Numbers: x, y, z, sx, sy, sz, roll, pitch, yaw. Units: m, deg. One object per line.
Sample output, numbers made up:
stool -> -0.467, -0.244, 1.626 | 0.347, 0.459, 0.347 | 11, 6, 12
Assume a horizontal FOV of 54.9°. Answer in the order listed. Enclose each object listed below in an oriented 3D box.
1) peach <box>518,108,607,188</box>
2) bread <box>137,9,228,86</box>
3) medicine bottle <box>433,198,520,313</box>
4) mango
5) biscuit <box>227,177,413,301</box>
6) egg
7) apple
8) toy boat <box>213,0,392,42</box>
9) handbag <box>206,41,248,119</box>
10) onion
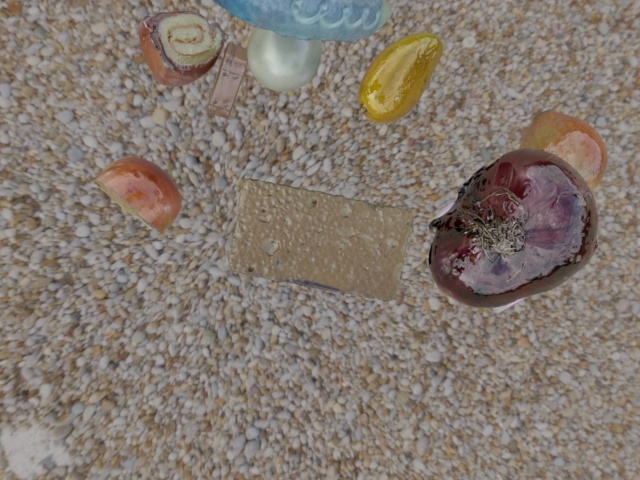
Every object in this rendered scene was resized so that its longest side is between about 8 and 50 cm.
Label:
peach -> 0.578, -0.212, 1.513 | 0.232, 0.232, 0.233 | 0, 90, -9
bread -> -0.384, -0.541, 1.737 | 0.244, 0.123, 0.190 | -25, 104, -36
medicine bottle -> 0.372, 0.022, 1.358 | 0.152, 0.152, 0.255 | -30, 77, -8
mango -> 0.205, -0.417, 1.582 | 0.317, 0.119, 0.176 | -47, 132, -9
biscuit -> 0.000, 0.000, 0.811 | 0.230, 0.025, 0.131 | 12, 89, -5
egg -> -0.070, -0.388, 1.254 | 0.151, 0.209, 0.151 | 5, 126, 8
apple -> -0.524, -0.155, 1.819 | 0.251, 0.293, 0.163 | 45, 75, -25
toy boat -> -0.024, -0.420, 0.976 | 0.329, 0.123, 0.215 | -10, 55, -40
handbag -> -0.259, -0.455, 1.737 | 0.072, 0.151, 0.193 | 17, 130, -13
onion -> 0.296, -0.006, 0.971 | 0.281, 0.281, 0.221 | -41, 74, -7
